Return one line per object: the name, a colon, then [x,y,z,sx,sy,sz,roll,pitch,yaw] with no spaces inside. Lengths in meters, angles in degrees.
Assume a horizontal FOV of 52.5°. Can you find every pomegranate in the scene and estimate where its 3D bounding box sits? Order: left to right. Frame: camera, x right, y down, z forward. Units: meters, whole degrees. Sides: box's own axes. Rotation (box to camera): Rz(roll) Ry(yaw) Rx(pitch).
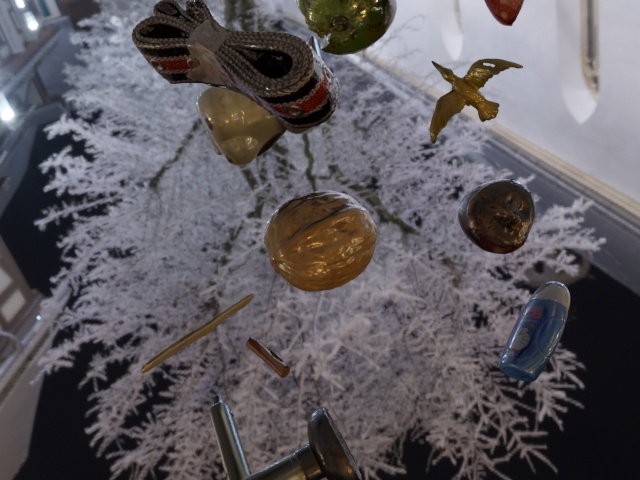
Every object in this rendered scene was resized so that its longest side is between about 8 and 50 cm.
pomegranate: [0.062,-0.569,1.521,0.235,0.236,0.302,-10,-146,10]

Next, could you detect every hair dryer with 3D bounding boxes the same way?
hair dryer: [-0.113,0.371,1.208,0.320,0.156,0.284,-21,-125,2]

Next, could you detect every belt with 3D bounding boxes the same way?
belt: [-0.121,-0.248,0.890,0.359,0.094,0.126,32,-104,37]

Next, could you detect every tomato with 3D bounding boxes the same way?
tomato: [0.408,-0.562,1.426,0.091,0.159,0.139,19,-154,-1]

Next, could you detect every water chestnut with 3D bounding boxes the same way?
water chestnut: [0.523,-0.069,1.887,0.223,0.224,0.238,-24,-179,-14]

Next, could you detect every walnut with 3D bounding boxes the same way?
walnut: [0.000,0.000,1.422,0.260,0.225,0.224,-23,-151,-36]

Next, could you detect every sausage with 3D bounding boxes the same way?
sausage: [-0.097,0.208,1.168,0.026,0.026,0.116,-33,-138,-27]

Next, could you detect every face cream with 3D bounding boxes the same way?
face cream: [0.537,0.215,1.597,0.264,0.083,0.149,-58,-163,-20]

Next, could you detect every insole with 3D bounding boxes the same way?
insole: [-0.215,0.166,1.159,0.247,0.011,0.081,-33,170,-31]

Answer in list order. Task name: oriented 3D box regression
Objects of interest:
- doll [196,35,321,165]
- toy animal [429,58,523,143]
doll: [-0.142,-0.335,1.624,0.370,0.215,0.226,-23,-154,9]
toy animal: [0.281,-0.300,1.305,0.219,0.095,0.155,-47,-121,17]
